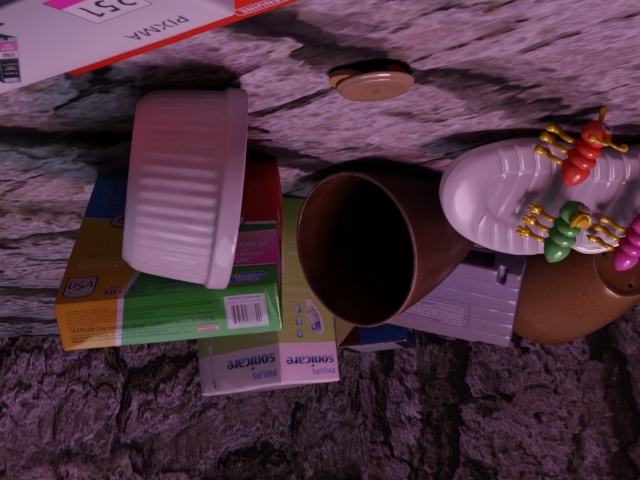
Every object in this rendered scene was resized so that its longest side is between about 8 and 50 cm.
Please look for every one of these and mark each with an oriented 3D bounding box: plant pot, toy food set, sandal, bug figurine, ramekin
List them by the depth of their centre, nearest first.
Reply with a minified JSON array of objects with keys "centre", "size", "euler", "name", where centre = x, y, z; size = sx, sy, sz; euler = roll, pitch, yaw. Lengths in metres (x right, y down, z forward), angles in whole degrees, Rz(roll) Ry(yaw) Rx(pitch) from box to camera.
[{"centre":[-0.140,-0.057,1.099],"size":[0.109,0.207,0.207],"euler":[6,168,-9],"name":"ramekin"},{"centre":[0.055,-0.161,1.106],"size":[0.083,0.020,0.082],"euler":[-10,169,22],"name":"toy food set"},{"centre":[0.386,-0.057,1.387],"size":[0.279,0.072,0.216],"euler":[7,121,-29],"name":"bug figurine"},{"centre":[0.335,-0.074,1.476],"size":[0.416,0.169,0.102],"euler":[-1,-151,-22],"name":"sandal"},{"centre":[0.121,-0.007,1.554],"size":[0.215,0.215,0.230],"euler":[-15,180,44],"name":"plant pot"},{"centre":[0.443,0.050,1.811],"size":[0.237,0.237,0.254],"euler":[-2,173,-18],"name":"plant pot"}]

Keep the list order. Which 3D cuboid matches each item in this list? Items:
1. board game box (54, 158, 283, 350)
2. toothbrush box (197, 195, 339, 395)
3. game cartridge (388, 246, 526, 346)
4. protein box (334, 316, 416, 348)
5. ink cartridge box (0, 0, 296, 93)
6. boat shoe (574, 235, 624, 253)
[{"centre":[-0.166,0.007,1.287],"size":[0.242,0.064,0.316],"euler":[-6,-151,0],"name":"board game box"},{"centre":[-0.093,0.089,1.680],"size":[0.122,0.283,0.206],"euler":[5,165,-41],"name":"toothbrush box"},{"centre":[0.157,0.069,1.821],"size":[0.355,0.068,0.230],"euler":[12,149,11],"name":"game cartridge"},{"centre":[0.106,0.114,2.141],"size":[0.136,0.200,0.201],"euler":[-7,170,9],"name":"protein box"},{"centre":[-0.180,-0.167,0.854],"size":[0.275,0.060,0.239],"euler":[-11,167,31],"name":"ink cartridge box"},{"centre":[0.523,-0.070,1.631],"size":[0.324,0.117,0.097],"euler":[-16,-149,12],"name":"boat shoe"}]
